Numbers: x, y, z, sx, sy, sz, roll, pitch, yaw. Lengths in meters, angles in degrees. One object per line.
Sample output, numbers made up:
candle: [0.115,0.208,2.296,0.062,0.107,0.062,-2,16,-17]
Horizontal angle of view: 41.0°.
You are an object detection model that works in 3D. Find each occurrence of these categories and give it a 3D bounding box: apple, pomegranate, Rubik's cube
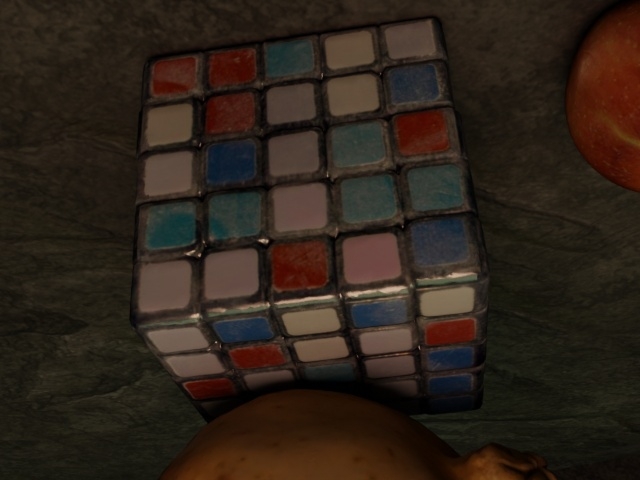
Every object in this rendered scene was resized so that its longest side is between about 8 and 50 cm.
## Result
apple: [0.323,-0.137,0.772,0.201,0.162,0.201,-12,153,-6]
pomegranate: [0.031,0.309,0.712,0.412,0.411,0.411,-3,148,-2]
Rubik's cube: [0.000,0.000,0.827,0.287,0.291,0.293,-8,150,5]
